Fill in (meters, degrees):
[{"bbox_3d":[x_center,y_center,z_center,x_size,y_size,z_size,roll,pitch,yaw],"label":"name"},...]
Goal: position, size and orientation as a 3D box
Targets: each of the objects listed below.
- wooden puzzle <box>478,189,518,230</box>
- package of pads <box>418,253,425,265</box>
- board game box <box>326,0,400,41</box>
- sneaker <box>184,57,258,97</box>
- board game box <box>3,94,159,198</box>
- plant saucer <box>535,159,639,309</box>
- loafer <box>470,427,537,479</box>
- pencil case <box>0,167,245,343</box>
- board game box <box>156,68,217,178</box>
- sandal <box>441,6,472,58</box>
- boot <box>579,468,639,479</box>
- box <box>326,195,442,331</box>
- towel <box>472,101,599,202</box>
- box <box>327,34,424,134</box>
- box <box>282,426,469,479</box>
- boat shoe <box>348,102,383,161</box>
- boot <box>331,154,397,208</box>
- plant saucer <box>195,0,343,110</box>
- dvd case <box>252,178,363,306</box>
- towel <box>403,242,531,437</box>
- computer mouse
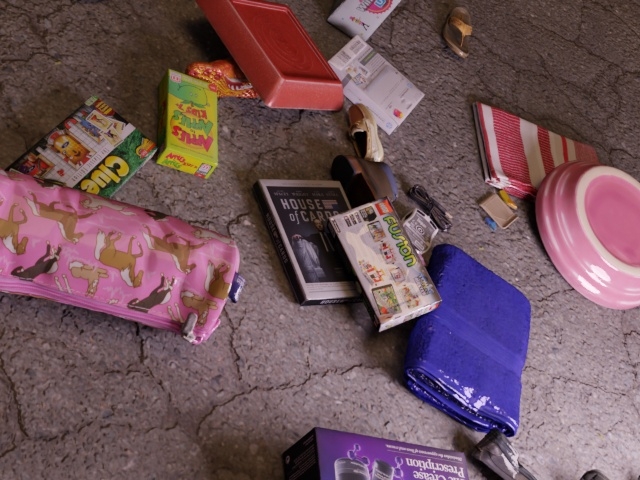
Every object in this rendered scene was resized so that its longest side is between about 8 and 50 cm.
[{"bbox_3d":[0.353,-0.058,2.141,0.116,0.014,0.078,-25,69,-46],"label":"wooden puzzle"},{"bbox_3d":[0.136,0.050,1.859,0.083,0.050,0.032,-6,56,-40],"label":"package of pads"},{"bbox_3d":[0.139,-0.584,2.255,0.097,0.224,0.303,34,43,-13],"label":"board game box"},{"bbox_3d":[-0.173,-0.291,1.906,0.175,0.064,0.067,3,47,-47],"label":"sneaker"},{"bbox_3d":[-0.364,-0.114,1.633,0.136,0.030,0.259,40,42,-6],"label":"board game box"},{"bbox_3d":[0.593,-0.025,2.203,0.332,0.084,0.332,15,58,-26],"label":"plant saucer"},{"bbox_3d":[0.306,0.383,1.720,0.061,0.062,0.170,-37,88,-9],"label":"loafer"},{"bbox_3d":[-0.304,0.023,1.473,0.386,0.160,0.167,18,12,-25],"label":"pencil case"},{"bbox_3d":[-0.221,-0.196,1.795,0.092,0.043,0.181,17,48,-26],"label":"board game box"},{"bbox_3d":[0.317,-0.480,2.432,0.072,0.049,0.180,29,43,-14],"label":"sandal"},{"bbox_3d":[0.533,0.449,1.825,0.246,0.083,0.161,46,35,-5],"label":"boot"},{"bbox_3d":[0.103,0.037,1.777,0.114,0.036,0.207,-20,69,-14],"label":"box"},{"bbox_3d":[0.478,-0.166,2.307,0.329,0.037,0.237,18,47,-25],"label":"towel"},{"bbox_3d":[0.105,-0.312,2.142,0.186,0.038,0.145,40,42,-1],"label":"box"},{"bbox_3d":[0.088,0.381,1.516,0.261,0.103,0.184,15,52,-28],"label":"box"},{"bbox_3d":[0.078,-0.203,2.023,0.045,0.050,0.135,5,54,-41],"label":"boat shoe"},{"bbox_3d":[0.110,-0.065,1.911,0.106,0.082,0.219,-4,57,-36],"label":"boot"},{"bbox_3d":[-0.078,-0.355,1.987,0.259,0.048,0.258,-9,61,-56],"label":"plant saucer"},{"bbox_3d":[0.000,0.000,1.813,0.179,0.029,0.238,-1,58,-38],"label":"dvd case"},{"bbox_3d":[0.250,0.170,1.836,0.228,0.076,0.308,35,44,-15],"label":"towel"},{"bbox_3d":[0.176,-0.024,1.960,0.106,0.042,0.193,46,36,-4],"label":"computer mouse"}]
